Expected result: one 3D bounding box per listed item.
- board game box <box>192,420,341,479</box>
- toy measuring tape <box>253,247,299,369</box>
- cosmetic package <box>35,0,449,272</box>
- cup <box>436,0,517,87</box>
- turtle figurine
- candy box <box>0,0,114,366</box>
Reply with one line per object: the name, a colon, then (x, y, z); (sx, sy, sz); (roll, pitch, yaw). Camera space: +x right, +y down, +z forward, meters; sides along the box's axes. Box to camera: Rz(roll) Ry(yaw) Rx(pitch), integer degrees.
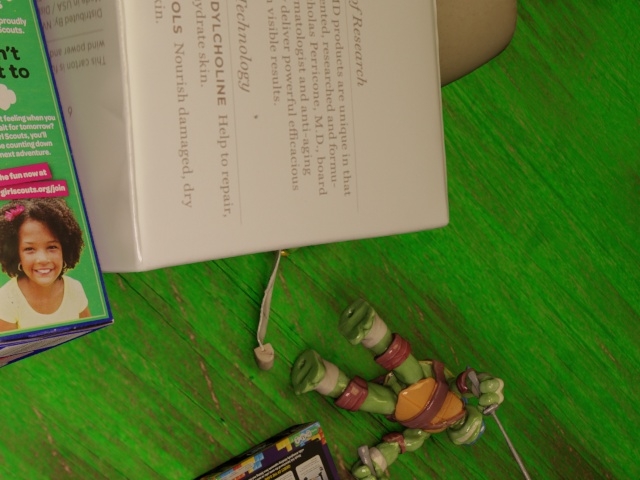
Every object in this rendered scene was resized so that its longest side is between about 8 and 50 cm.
board game box: (-0.047, 0.298, 1.315); (0.170, 0.048, 0.141); (-20, 91, -45)
toy measuring tape: (0.000, 0.000, 1.419); (0.121, 0.121, 0.330); (26, 62, -34)
cosmetic package: (-0.126, -0.151, 1.167); (0.393, 0.329, 0.328); (-8, 95, -45)
cup: (0.042, -0.289, 1.461); (0.237, 0.331, 0.331); (-43, 106, -18)
turtle figurine: (0.110, 0.211, 1.390); (0.266, 0.197, 0.275); (36, 50, -23)
candy box: (-0.331, -0.043, 1.020); (0.122, 0.268, 0.317); (-10, 82, -46)
